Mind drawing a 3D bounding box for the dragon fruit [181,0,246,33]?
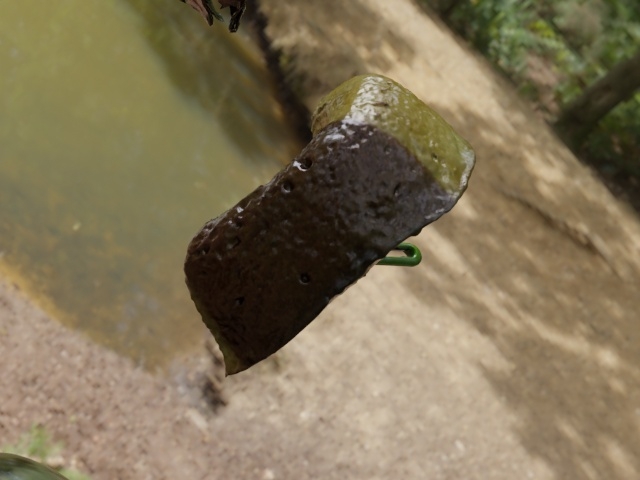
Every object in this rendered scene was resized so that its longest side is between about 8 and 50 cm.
[{"bbox_3d":[-0.118,-0.292,1.287,0.121,0.130,0.142,16,-9,36],"label":"dragon fruit"}]

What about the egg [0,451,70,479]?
[{"bbox_3d":[-0.321,0.379,1.077,0.344,0.428,0.345,16,30,-10],"label":"egg"}]

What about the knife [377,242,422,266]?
[{"bbox_3d":[0.000,0.001,1.092,0.212,0.015,0.054,5,53,-32],"label":"knife"}]

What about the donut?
[{"bbox_3d":[0.017,-0.036,0.964,0.112,0.151,0.295,47,56,-14],"label":"donut"}]
